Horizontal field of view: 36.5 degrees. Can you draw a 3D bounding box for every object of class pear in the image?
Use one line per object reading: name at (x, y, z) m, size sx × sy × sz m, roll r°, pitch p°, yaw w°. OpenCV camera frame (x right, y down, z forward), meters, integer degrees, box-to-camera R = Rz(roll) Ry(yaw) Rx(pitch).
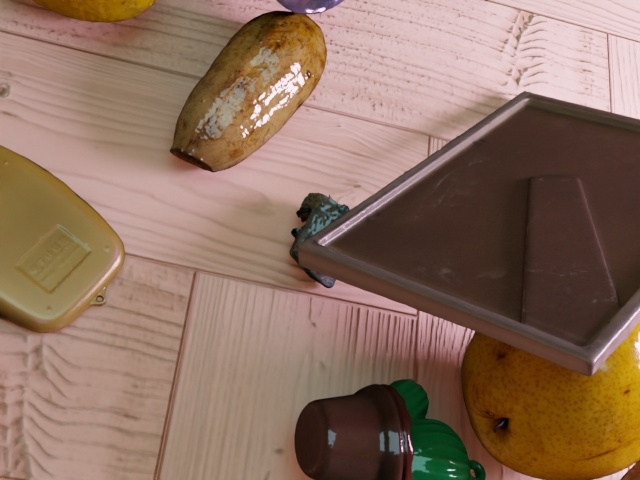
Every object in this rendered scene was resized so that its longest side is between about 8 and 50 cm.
pear at (0.238, 0.140, 0.964) m, size 0.209 × 0.209 × 0.209 m, roll 7°, pitch 61°, yaw -13°

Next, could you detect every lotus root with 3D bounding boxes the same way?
lotus root at (-0.073, -0.177, 1.109) m, size 0.110 × 0.097 × 0.258 m, roll 34°, pitch 62°, yaw 0°

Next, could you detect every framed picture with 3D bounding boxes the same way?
framed picture at (0.241, -0.036, 1.019) m, size 0.326 × 0.028 × 0.446 m, roll 22°, pitch 41°, yaw 36°

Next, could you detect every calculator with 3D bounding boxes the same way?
calculator at (-0.311, -0.009, 0.985) m, size 0.236 × 0.033 × 0.157 m, roll 36°, pitch 58°, yaw 3°

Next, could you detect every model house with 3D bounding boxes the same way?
model house at (0.000, 0.000, 1.062) m, size 0.079 × 0.066 × 0.083 m, roll 36°, pitch 76°, yaw -8°

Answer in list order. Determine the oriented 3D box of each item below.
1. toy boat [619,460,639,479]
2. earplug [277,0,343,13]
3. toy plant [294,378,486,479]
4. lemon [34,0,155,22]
toy boat at (0.291, 0.314, 0.947) m, size 0.099 × 0.108 × 0.293 m, roll 27°, pitch 53°, yaw 30°
earplug at (-0.091, -0.423, 1.180) m, size 0.185 × 0.185 × 0.324 m, roll -30°, pitch 50°, yaw -27°
toy plant at (0.074, 0.200, 0.949) m, size 0.200 × 0.105 × 0.143 m, roll 14°, pitch 46°, yaw -29°
lemon at (-0.264, -0.335, 1.094) m, size 0.193 × 0.180 × 0.180 m, roll -4°, pitch 64°, yaw -18°
